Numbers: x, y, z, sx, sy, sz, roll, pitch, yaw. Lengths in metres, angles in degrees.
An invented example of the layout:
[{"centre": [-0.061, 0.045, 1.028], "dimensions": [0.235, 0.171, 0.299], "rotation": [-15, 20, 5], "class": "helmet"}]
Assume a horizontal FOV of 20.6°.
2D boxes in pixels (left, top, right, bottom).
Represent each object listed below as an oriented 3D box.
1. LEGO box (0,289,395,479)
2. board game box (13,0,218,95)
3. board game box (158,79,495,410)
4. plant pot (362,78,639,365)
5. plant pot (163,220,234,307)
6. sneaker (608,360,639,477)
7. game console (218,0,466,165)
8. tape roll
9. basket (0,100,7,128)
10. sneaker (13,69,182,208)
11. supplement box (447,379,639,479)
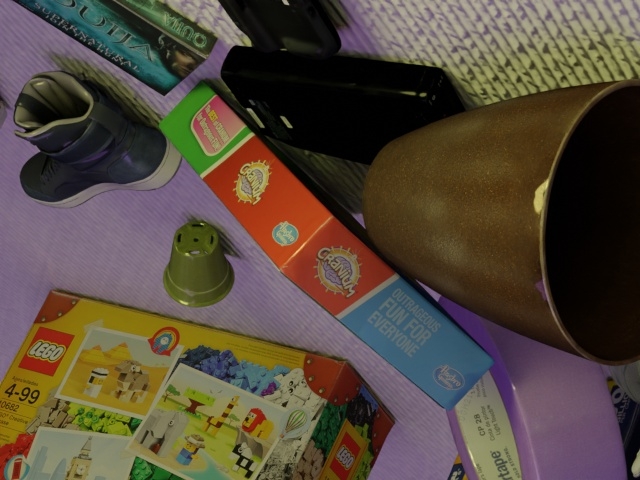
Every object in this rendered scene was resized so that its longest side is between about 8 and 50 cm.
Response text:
[{"centre": [-0.211, 0.308, 2.342], "dimensions": [0.500, 0.372, 0.193], "rotation": [11, 154, 32], "class": "LEGO box"}, {"centre": [-0.196, -0.205, 1.601], "dimensions": [0.186, 0.026, 0.126], "rotation": [31, 159, -14], "class": "board game box"}, {"centre": [0.000, 0.000, 1.608], "dimensions": [0.242, 0.064, 0.316], "rotation": [41, -176, -36], "class": "board game box"}, {"centre": [0.152, -0.024, 1.391], "dimensions": [0.230, 0.215, 0.215], "rotation": [8, 153, 45], "class": "plant pot"}, {"centre": [-0.141, 0.021, 2.012], "dimensions": [0.083, 0.083, 0.079], "rotation": [21, 147, 13], "class": "plant pot"}, {"centre": [0.334, 0.145, 1.571], "dimensions": [0.137, 0.210, 0.366], "rotation": [29, 159, -7], "class": "sneaker"}, {"centre": [-0.012, -0.170, 1.459], "dimensions": [0.213, 0.044, 0.361], "rotation": [10, 155, 31], "class": "game console"}, {"centre": [0.200, 0.170, 1.712], "dimensions": [0.090, 0.275, 0.275], "rotation": [-15, 163, -12], "class": "tape roll"}, {"centre": [-0.440, -0.148, 1.895], "dimensions": [0.167, 0.113, 0.103], "rotation": [21, 154, 12], "class": "basket"}, {"centre": [-0.275, -0.105, 1.821], "dimensions": [0.226, 0.086, 0.163], "rotation": [-10, 151, 41], "class": "sneaker"}, {"centre": [0.304, 0.294, 1.974], "dimensions": [0.195, 0.194, 0.356], "rotation": [32, 158, -16], "class": "supplement box"}]
